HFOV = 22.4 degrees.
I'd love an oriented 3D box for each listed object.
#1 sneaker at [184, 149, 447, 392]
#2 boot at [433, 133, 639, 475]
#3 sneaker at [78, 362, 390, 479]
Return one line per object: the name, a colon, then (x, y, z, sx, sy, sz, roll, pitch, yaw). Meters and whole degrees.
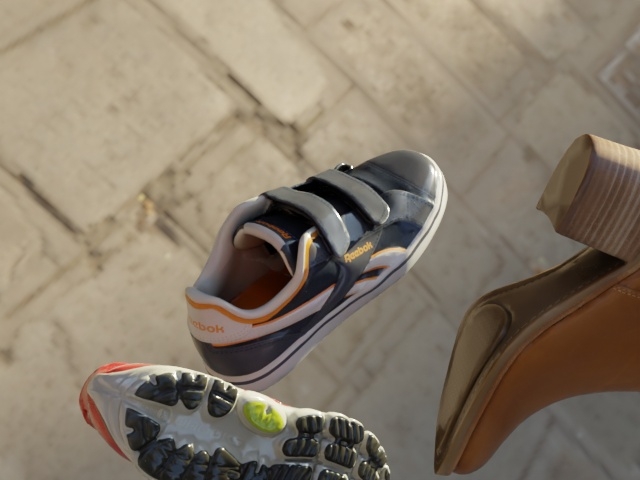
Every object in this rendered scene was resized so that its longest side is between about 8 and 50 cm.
sneaker: (0.000, 0.000, 1.546, 0.126, 0.127, 0.321, 23, 58, 38)
boot: (0.152, 0.058, 0.777, 0.152, 0.197, 0.073, 23, 26, -12)
sneaker: (-0.059, 0.153, 1.210, 0.279, 0.118, 0.107, 34, 77, -35)
